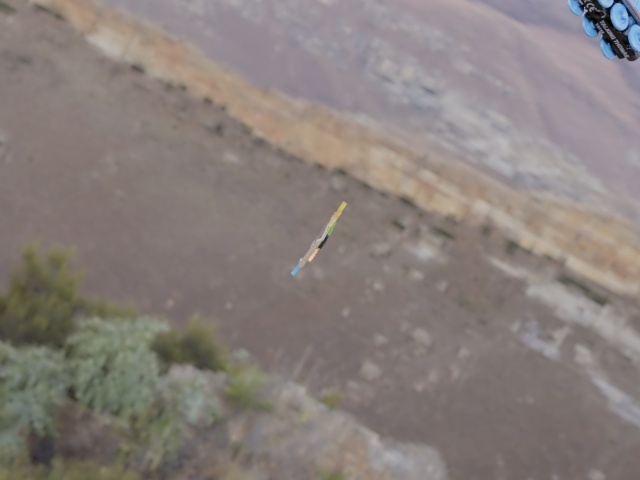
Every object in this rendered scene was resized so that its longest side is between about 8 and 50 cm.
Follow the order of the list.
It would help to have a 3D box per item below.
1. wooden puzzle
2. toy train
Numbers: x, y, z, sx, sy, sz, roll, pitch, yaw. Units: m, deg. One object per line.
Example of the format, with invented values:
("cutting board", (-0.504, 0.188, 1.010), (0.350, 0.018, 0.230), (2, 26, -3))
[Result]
("wooden puzzle", (0.000, 0.000, 2.209), (0.014, 0.116, 0.078), (36, 49, -2))
("toy train", (0.446, -0.359, 2.437), (0.080, 0.105, 0.184), (-11, -47, 44))
